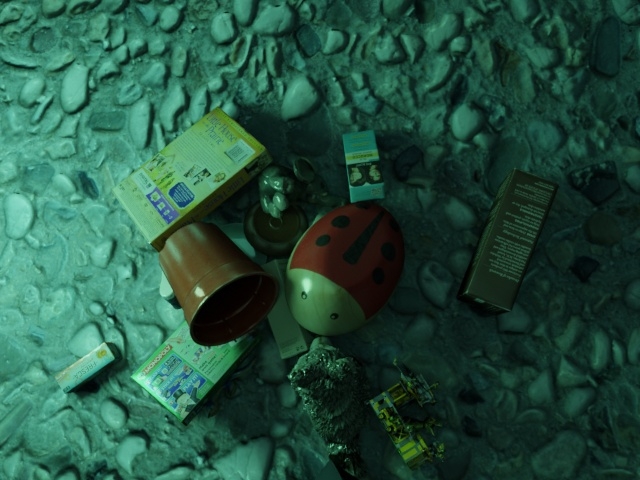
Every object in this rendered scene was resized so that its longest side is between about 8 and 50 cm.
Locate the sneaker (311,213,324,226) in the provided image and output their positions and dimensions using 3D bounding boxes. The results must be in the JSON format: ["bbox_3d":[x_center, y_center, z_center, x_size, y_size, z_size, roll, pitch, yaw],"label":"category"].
[{"bbox_3d":[0.000,0.000,1.813,0.085,0.058,0.152,26,77,17],"label":"sneaker"}]

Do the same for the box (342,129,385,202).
[{"bbox_3d":[0.125,-0.222,1.782,0.101,0.060,0.244,-8,48,3],"label":"box"}]

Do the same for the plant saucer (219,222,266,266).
[{"bbox_3d":[-0.257,0.045,1.836,0.195,0.037,0.194,-1,80,5],"label":"plant saucer"}]

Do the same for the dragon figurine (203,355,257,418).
[{"bbox_3d":[-0.323,0.413,1.753,0.144,0.085,0.289,41,87,9],"label":"dragon figurine"}]

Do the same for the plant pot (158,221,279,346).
[{"bbox_3d":[-0.298,0.102,1.669,0.272,0.272,0.265,-40,59,-3],"label":"plant pot"}]

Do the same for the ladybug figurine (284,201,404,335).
[{"bbox_3d":[0.082,0.052,1.661,0.305,0.162,0.449,30,59,4],"label":"ladybug figurine"}]

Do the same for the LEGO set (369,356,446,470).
[{"bbox_3d":[0.265,0.466,1.601,0.192,0.331,0.255,-31,59,-3],"label":"LEGO set"}]

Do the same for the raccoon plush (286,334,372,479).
[{"bbox_3d":[0.065,0.467,1.605,0.216,0.299,0.446,-28,80,-1],"label":"raccoon plush"}]

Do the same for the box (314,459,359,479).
[{"bbox_3d":[0.059,0.813,1.551,0.313,0.179,0.343,38,86,-14],"label":"box"}]

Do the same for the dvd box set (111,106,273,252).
[{"bbox_3d":[-0.384,-0.191,1.778,0.420,0.062,0.308,-41,52,-8],"label":"dvd box set"}]

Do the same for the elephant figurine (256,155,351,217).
[{"bbox_3d":[-0.058,-0.160,1.793,0.240,0.169,0.185,-17,105,-32],"label":"elephant figurine"}]

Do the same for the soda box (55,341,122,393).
[{"bbox_3d":[-0.691,0.379,1.802,0.183,0.058,0.063,-35,80,-1],"label":"soda box"}]

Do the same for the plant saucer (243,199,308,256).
[{"bbox_3d":[-0.133,-0.050,1.820,0.199,0.036,0.198,2,71,-5],"label":"plant saucer"}]

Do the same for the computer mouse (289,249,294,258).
[{"bbox_3d":[0.030,0.038,1.785,0.242,0.041,0.071,-9,111,-9],"label":"computer mouse"}]

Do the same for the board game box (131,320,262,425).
[{"bbox_3d":[-0.347,0.333,1.713,0.214,0.046,0.317,31,65,26],"label":"board game box"}]

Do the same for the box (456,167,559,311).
[{"bbox_3d":[0.522,0.009,1.704,0.143,0.191,0.381,24,83,8],"label":"box"}]

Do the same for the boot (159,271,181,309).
[{"bbox_3d":[-0.437,0.113,1.829,0.069,0.086,0.189,-6,52,13],"label":"boot"}]

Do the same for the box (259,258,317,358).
[{"bbox_3d":[-0.094,0.194,1.750,0.094,0.113,0.275,-25,80,25],"label":"box"}]
